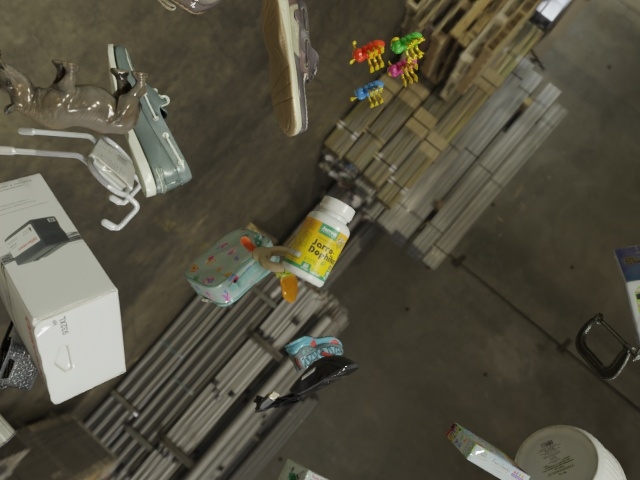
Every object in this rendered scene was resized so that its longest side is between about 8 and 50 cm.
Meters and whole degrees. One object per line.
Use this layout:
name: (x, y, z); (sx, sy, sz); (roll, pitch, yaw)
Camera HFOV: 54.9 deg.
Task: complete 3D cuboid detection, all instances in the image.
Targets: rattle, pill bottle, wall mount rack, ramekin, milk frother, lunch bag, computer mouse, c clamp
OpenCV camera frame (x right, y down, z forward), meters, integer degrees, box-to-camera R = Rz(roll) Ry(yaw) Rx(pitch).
rattle: (-0.148, 0.077, 1.833); (0.130, 0.200, 0.142); (-53, 148, -40)
pill bottle: (0.000, 0.000, 1.524); (0.208, 0.118, 0.117); (-61, 174, -5)
wall mount rack: (-0.559, -0.174, 1.434); (0.130, 0.304, 0.350); (-44, -156, 5)
ramekin: (0.487, 0.470, 1.227); (0.207, 0.109, 0.207); (-28, -151, 18)
milk frother: (-0.826, 0.442, 1.576); (0.143, 0.134, 0.129); (-36, -168, -9)
lunch bag: (-0.280, 0.088, 1.971); (0.279, 0.224, 0.107); (-43, 129, -26)
computer mouse: (-0.045, 0.330, 1.456); (0.262, 0.060, 0.184); (-37, 155, 32)
c clamp: (0.570, 0.200, 1.215); (0.160, 0.022, 0.137); (-120, -133, -64)

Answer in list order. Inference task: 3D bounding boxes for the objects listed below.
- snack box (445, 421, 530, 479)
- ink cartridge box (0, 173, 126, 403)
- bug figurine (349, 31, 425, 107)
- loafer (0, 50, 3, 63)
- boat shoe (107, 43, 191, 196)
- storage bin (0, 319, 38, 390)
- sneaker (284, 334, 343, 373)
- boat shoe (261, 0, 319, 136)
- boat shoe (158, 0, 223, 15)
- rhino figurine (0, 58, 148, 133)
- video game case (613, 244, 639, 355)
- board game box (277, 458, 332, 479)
snack box: (0.324, 0.418, 1.196); (0.037, 0.141, 0.100); (-57, -166, -1)
ink cartridge box: (-0.448, 0.074, 1.012); (0.129, 0.307, 0.223); (-23, 144, -32)
bug figurine: (0.178, -0.482, 1.694); (0.216, 0.072, 0.279); (-23, 162, -4)
loafer: (-0.586, -0.318, 1.089); (0.056, 0.050, 0.148); (-51, -150, -14)
boat shoe: (-0.335, -0.238, 1.188); (0.099, 0.319, 0.116); (-16, 166, -19)
storage bin: (-0.747, 0.274, 1.542); (0.122, 0.084, 0.180); (-61, -151, 15)
sneaker: (-0.013, 0.374, 1.942); (0.104, 0.125, 0.262); (-32, 154, 29)
boat shoe: (-0.048, -0.344, 1.192); (0.092, 0.285, 0.103); (-6, 173, -27)
boat shoe: (-0.206, -0.398, 0.901); (0.130, 0.132, 0.355); (-45, -146, 23)
rhino figurine: (-0.399, -0.226, 0.963); (0.073, 0.243, 0.106); (-145, -120, -62)
video game case: (0.672, 0.158, 1.266); (0.061, 0.244, 0.269); (-13, -172, 23)
board game box: (-0.054, 0.757, 1.592); (0.098, 0.224, 0.303); (5, -119, 50)
